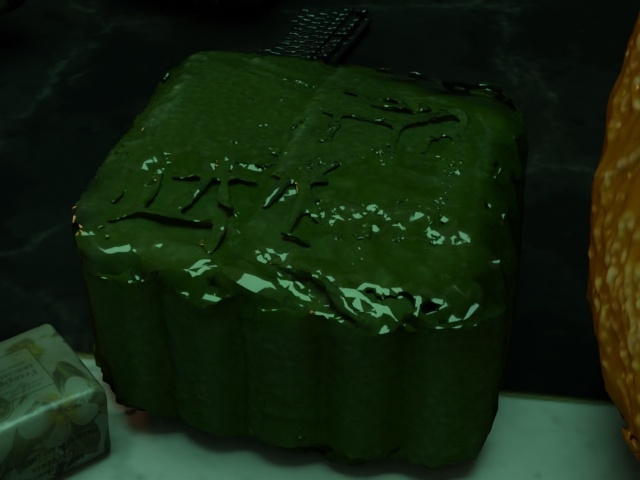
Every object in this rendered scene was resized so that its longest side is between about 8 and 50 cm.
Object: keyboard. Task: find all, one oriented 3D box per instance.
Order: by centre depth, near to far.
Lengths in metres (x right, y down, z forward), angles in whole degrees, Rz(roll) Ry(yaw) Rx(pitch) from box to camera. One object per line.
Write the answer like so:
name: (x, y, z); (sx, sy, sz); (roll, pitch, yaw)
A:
keyboard: (-0.022, -0.121, 0.838); (0.060, 0.018, 0.195); (11, 36, 17)

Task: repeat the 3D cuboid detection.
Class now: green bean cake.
green bean cake: (0.000, 0.000, 0.587); (0.200, 0.113, 0.214); (12, 37, 9)

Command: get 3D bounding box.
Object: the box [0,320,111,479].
box: (-0.146, 0.082, 0.526); (0.098, 0.045, 0.062); (-24, 44, -33)

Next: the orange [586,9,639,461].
orange: (0.265, -0.017, 0.442); (0.293, 0.340, 0.340); (11, 35, -7)

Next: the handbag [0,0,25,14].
handbag: (-0.420, -0.202, 0.815); (0.325, 0.162, 0.327); (24, 40, 33)

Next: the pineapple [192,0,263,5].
pineapple: (-0.142, -0.254, 0.935); (0.248, 0.128, 0.128); (10, 36, 17)
